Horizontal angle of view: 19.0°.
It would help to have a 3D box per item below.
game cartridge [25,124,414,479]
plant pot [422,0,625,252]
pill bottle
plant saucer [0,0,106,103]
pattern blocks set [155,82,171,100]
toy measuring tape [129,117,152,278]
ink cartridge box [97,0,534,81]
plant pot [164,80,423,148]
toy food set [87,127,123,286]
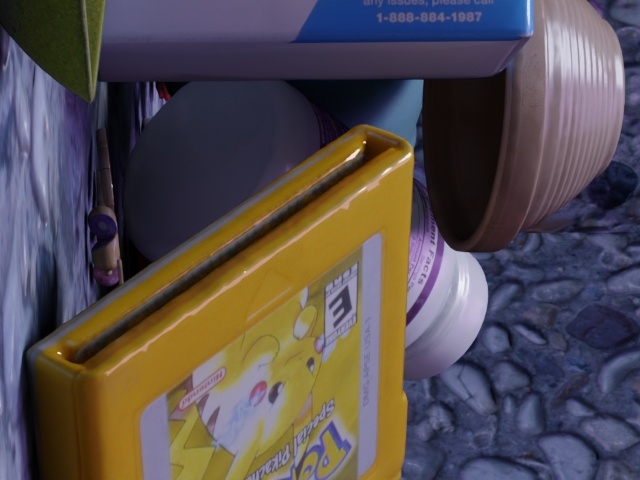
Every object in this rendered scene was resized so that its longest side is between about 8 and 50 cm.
[{"bbox_3d":[-0.044,0.130,1.120,0.285,0.053,0.323,-36,137,-40],"label":"game cartridge"},{"bbox_3d":[0.155,-0.109,1.418,0.237,0.110,0.237,-179,-90,-79],"label":"plant pot"},{"bbox_3d":[0.000,0.000,1.502,0.301,0.169,0.169,35,43,-44],"label":"pill bottle"},{"bbox_3d":[-0.126,-0.189,0.876,0.188,0.045,0.188,-92,-178,-50],"label":"plant saucer"},{"bbox_3d":[-0.139,-0.207,1.851,0.285,0.026,0.325,-110,-163,-46],"label":"pattern blocks set"},{"bbox_3d":[-0.117,-0.031,1.682,0.330,0.121,0.121,-104,-169,-46],"label":"toy measuring tape"},{"bbox_3d":[-0.016,-0.309,1.244,0.166,0.285,0.395,112,-23,-85],"label":"ink cartridge box"},{"bbox_3d":[-0.016,-0.168,1.615,0.255,0.272,0.271,80,6,-48],"label":"plant pot"},{"bbox_3d":[-0.150,-0.009,1.314,0.078,0.019,0.122,91,-10,-48],"label":"toy food set"}]
